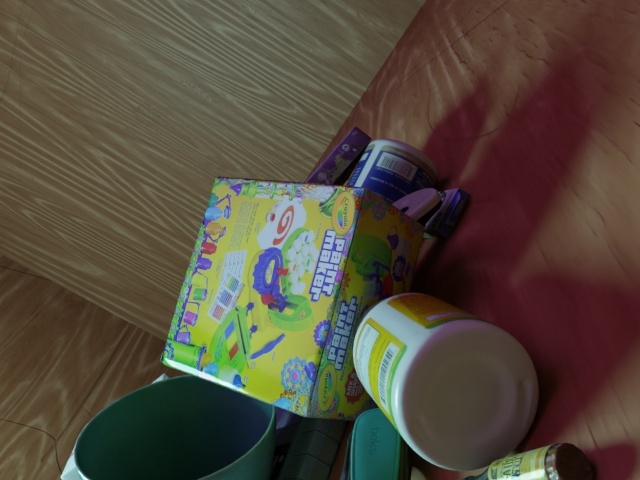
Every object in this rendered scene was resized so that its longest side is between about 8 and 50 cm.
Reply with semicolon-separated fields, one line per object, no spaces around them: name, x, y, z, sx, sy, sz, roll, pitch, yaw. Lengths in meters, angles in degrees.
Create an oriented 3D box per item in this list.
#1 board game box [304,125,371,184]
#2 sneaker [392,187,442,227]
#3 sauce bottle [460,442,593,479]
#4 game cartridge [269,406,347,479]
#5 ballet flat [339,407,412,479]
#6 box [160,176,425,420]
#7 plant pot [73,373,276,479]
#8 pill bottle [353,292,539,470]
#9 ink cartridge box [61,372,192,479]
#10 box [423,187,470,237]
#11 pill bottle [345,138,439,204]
board game box;-0.039;-0.054;1.214;0.347;0.056;0.208;-50;2;-19
sneaker;0.127;0.019;1.005;0.217;0.121;0.079;-37;21;7
sauce bottle;0.160;0.198;0.503;0.128;0.042;0.042;-45;17;48
game cartridge;-0.062;0.358;1.063;0.230;0.068;0.355;-61;10;-31
ballet flat;0.055;0.293;0.614;0.095;0.096;0.280;-5;26;21
box;-0.039;0.078;0.885;0.279;0.177;0.290;9;79;38
plant pot;-0.199;0.359;0.933;0.290;0.290;0.195;-94;-3;-72
pill bottle;0.112;0.130;0.658;0.136;0.136;0.246;-59;10;-1
ink cartridge box;-0.340;0.357;1.111;0.218;0.092;0.158;-37;10;-10
box;0.201;-0.044;1.033;0.081;0.028;0.136;-61;13;-7
pill bottle;0.101;-0.043;1.144;0.264;0.153;0.153;-61;11;-13
